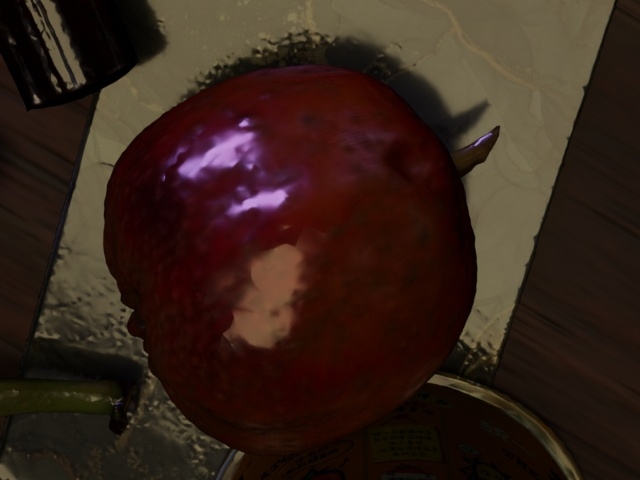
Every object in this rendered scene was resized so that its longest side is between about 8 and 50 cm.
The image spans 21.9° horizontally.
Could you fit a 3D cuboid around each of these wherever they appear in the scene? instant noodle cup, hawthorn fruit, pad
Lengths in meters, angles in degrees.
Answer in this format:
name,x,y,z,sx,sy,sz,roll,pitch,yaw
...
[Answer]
name,x,y,z,sx,sy,sz,roll,pitch,yaw
instant noodle cup,0.039,0.185,0.809,0.216,0.172,0.215,0,101,2
hawthorn fruit,0.000,0.000,0.782,0.200,0.179,0.179,-29,99,-11
pad,-0.012,-0.002,0.864,0.248,0.007,0.367,17,103,0

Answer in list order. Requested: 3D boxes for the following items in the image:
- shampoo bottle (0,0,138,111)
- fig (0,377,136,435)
name,x,y,z,sx,sy,sz,roll,pitch,yaw
shampoo bottle,-0.166,-0.197,0.782,0.104,0.104,0.278,-21,99,8
fig,-0.227,0.109,0.830,0.259,0.151,0.151,-15,100,5
